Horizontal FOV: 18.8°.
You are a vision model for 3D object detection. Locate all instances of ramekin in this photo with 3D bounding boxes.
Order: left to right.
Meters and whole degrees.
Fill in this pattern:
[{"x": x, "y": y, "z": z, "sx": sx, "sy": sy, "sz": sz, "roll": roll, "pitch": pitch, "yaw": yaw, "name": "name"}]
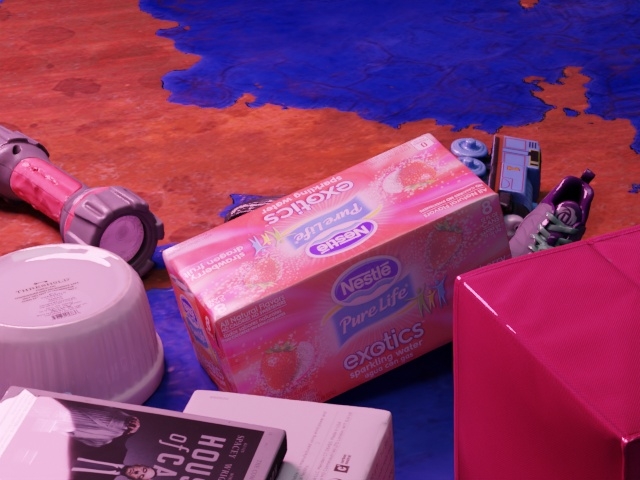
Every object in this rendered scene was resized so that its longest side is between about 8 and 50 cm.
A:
[{"x": -0.258, "y": 0.088, "z": 1.877, "sx": 0.207, "sy": 0.109, "sz": 0.207, "roll": -2, "pitch": 29, "yaw": 1, "name": "ramekin"}]

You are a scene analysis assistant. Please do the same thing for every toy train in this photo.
[{"x": 0.189, "y": -0.051, "z": 2.114, "sx": 0.105, "sy": 0.080, "sz": 0.184, "roll": 8, "pitch": 32, "yaw": 3, "name": "toy train"}]

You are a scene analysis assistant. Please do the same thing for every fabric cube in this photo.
[{"x": 0.277, "y": 0.160, "z": 1.539, "sx": 0.259, "sy": 0.254, "sz": 0.258, "roll": -15, "pitch": 31, "yaw": -21, "name": "fabric cube"}]

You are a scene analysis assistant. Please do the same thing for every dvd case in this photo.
[{"x": -0.162, "y": 0.189, "z": 1.502, "sx": 0.239, "sy": 0.029, "sz": 0.179, "roll": 7, "pitch": 31, "yaw": 11, "name": "dvd case"}]

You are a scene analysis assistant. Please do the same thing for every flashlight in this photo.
[{"x": -0.295, "y": -0.049, "z": 2.138, "sx": 0.103, "sy": 0.103, "sz": 0.304, "roll": -26, "pitch": 37, "yaw": -30, "name": "flashlight"}]

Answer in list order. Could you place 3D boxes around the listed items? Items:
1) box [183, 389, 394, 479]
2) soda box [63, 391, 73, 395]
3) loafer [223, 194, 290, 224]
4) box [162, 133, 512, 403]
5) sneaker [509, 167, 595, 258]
[{"x": -0.043, "y": 0.227, "z": 1.589, "sx": 0.182, "sy": 0.119, "sz": 0.181, "roll": 5, "pitch": 31, "yaw": 14, "name": "box"}, {"x": -0.290, "y": 0.201, "z": 1.728, "sx": 0.183, "sy": 0.058, "sz": 0.063, "roll": -18, "pitch": 32, "yaw": -27, "name": "soda box"}, {"x": 0.000, "y": 0.000, "z": 2.040, "sx": 0.223, "sy": 0.076, "sz": 0.078, "roll": 8, "pitch": 23, "yaw": 13, "name": "loafer"}, {"x": 0.022, "y": 0.039, "z": 1.850, "sx": 0.300, "sy": 0.142, "sz": 0.154, "roll": -24, "pitch": 34, "yaw": -12, "name": "box"}, {"x": 0.218, "y": 0.010, "z": 1.945, "sx": 0.083, "sy": 0.098, "sz": 0.223, "roll": 28, "pitch": 42, "yaw": 2, "name": "sneaker"}]
